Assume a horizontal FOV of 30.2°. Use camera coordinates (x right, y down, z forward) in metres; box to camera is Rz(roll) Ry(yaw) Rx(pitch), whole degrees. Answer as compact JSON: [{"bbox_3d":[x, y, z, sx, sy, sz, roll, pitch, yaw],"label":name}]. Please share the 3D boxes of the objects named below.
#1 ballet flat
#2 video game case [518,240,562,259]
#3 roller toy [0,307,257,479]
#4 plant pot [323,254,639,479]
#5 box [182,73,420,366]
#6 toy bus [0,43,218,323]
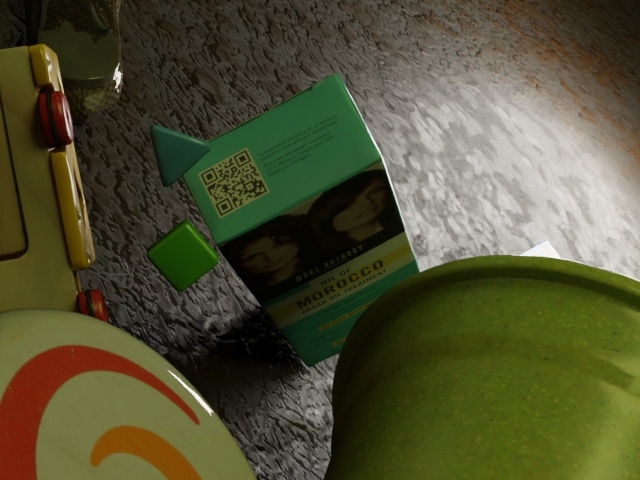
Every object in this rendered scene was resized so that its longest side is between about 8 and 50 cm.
[{"bbox_3d":[-0.176,-0.162,0.854,0.084,0.058,0.249,-1,42,-14],"label":"ballet flat"},{"bbox_3d":[0.250,0.079,1.163,0.166,0.015,0.119,54,30,10],"label":"video game case"},{"bbox_3d":[-0.118,0.138,0.471,0.209,0.146,0.191,24,38,-52],"label":"roller toy"},{"bbox_3d":[0.089,0.190,0.602,0.276,0.276,0.254,44,41,-8],"label":"plant pot"},{"bbox_3d":[0.000,0.000,0.724,0.060,0.101,0.244,63,0,24],"label":"box"},{"bbox_3d":[-0.164,-0.003,0.613,0.191,0.202,0.104,36,0,-8],"label":"toy bus"}]
